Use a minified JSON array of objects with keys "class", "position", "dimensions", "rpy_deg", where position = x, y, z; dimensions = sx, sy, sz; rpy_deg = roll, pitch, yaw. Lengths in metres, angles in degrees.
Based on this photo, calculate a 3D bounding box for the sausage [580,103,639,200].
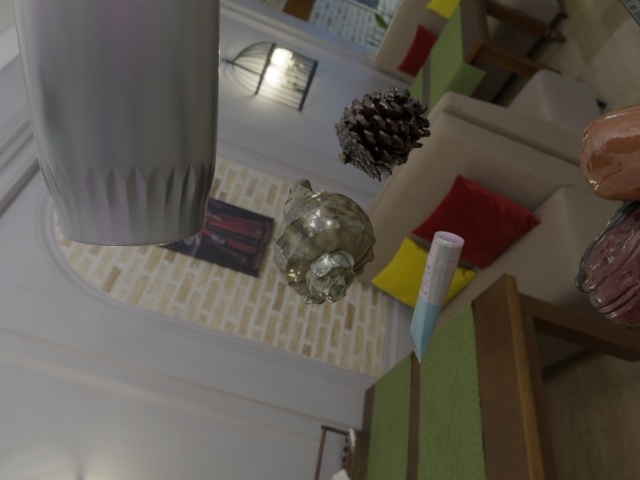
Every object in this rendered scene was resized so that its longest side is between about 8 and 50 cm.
[{"class":"sausage","position":[0.435,-0.104,0.507],"dimensions":[0.304,0.121,0.121],"rpy_deg":[7,77,63]}]

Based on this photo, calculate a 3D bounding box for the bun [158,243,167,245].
[{"class":"bun","position":[-0.412,-0.065,1.087],"dimensions":[0.173,0.167,0.113],"rpy_deg":[58,-140,-59]}]

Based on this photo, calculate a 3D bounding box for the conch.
[{"class":"conch","position":[0.015,-0.001,0.798],"dimensions":[0.291,0.159,0.210],"rpy_deg":[-90,-17,-47]}]

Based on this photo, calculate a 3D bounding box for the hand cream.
[{"class":"hand cream","position":[0.267,0.136,1.118],"dimensions":[0.111,0.070,0.312],"rpy_deg":[-103,21,-65]}]

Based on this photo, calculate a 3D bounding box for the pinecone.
[{"class":"pinecone","position":[0.160,-0.291,1.263],"dimensions":[0.272,0.224,0.224],"rpy_deg":[-41,6,-7]}]

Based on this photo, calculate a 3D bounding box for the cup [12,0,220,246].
[{"class":"cup","position":[-0.269,-0.194,0.659],"dimensions":[0.253,0.254,0.371],"rpy_deg":[-102,14,-73]}]

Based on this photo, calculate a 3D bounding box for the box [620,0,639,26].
[{"class":"box","position":[0.730,-0.462,0.938],"dimensions":[0.180,0.325,0.047],"rpy_deg":[-55,20,-4]}]

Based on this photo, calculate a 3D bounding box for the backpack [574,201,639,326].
[{"class":"backpack","position":[0.453,0.025,0.647],"dimensions":[0.229,0.139,0.229],"rpy_deg":[-36,-31,-25]}]
